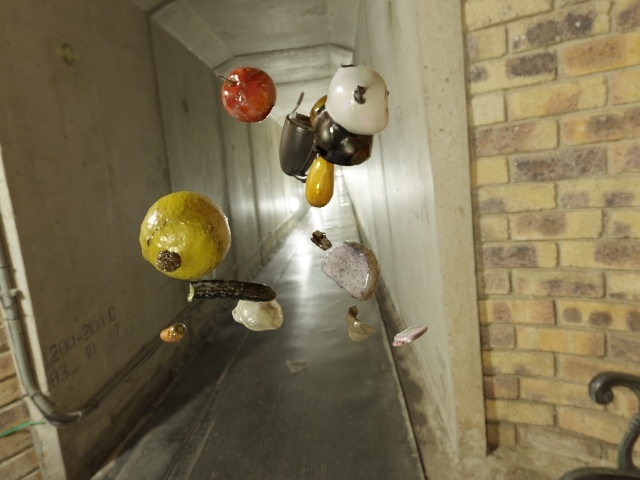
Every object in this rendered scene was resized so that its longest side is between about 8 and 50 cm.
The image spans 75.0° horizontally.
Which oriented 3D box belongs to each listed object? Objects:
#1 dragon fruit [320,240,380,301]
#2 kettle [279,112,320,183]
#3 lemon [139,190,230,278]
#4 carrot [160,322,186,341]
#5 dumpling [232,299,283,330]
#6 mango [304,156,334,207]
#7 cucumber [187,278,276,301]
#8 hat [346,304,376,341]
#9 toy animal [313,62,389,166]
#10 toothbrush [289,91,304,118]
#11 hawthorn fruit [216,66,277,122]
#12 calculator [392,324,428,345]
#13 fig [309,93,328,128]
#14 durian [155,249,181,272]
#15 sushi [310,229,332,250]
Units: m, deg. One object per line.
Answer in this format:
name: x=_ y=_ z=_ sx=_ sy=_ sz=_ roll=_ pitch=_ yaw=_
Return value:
dragon fruit: x=0.174 y=0.120 z=1.971 sx=0.283 sy=0.221 sz=0.203 roll=35 pitch=26 yaw=28
kettle: x=-0.088 y=-0.425 z=2.015 sx=0.207 sy=0.291 sz=0.268 roll=-12 pitch=45 yaw=-44
lemon: x=-0.531 y=-0.027 z=1.670 sx=0.349 sy=0.350 sz=0.387 roll=-7 pitch=31 yaw=0
carrot: x=-0.717 y=0.458 z=2.031 sx=0.087 sy=0.087 sz=0.193 roll=-18 pitch=-9 yaw=-44
dumpling: x=-0.308 y=0.360 z=2.109 sx=0.257 sy=0.193 sz=0.147 roll=17 pitch=-20 yaw=5
mango: x=0.004 y=-0.226 z=1.585 sx=0.112 sy=0.220 sz=0.145 roll=7 pitch=36 yaw=-13
cucumber: x=-0.305 y=0.175 z=1.451 sx=0.303 sy=0.081 sz=0.072 roll=0 pitch=-6 yaw=-8
hat: x=0.150 y=0.379 z=1.779 sx=0.084 sy=0.175 sz=0.147 roll=-24 pitch=57 yaw=-36
toy animal: x=0.104 y=-0.415 z=1.374 sx=0.250 sy=0.310 sz=0.251 roll=6 pitch=51 yaw=-7
toothbrush: x=-0.089 y=-0.551 z=1.683 sx=0.026 sy=0.024 sz=0.288 roll=-1 pitch=36 yaw=8
hawthorn fruit: x=-0.329 y=-0.634 z=1.774 sx=0.271 sy=0.242 sz=0.241 roll=17 pitch=-7 yaw=-41
calculator: x=0.330 y=0.349 z=1.541 sx=0.165 sy=0.024 sz=0.103 roll=-20 pitch=1 yaw=-38
fig: x=0.087 y=-0.493 z=1.667 sx=0.190 sy=0.191 sz=0.290 roll=-14 pitch=26 yaw=-33
durian: x=-0.485 y=0.063 z=1.326 sx=0.080 sy=0.080 sz=0.091 roll=-9 pitch=-21 yaw=-11
sushi: x=0.000 y=0.000 z=1.407 sx=0.083 sy=0.044 sz=0.046 roll=43 pitch=43 yaw=16
